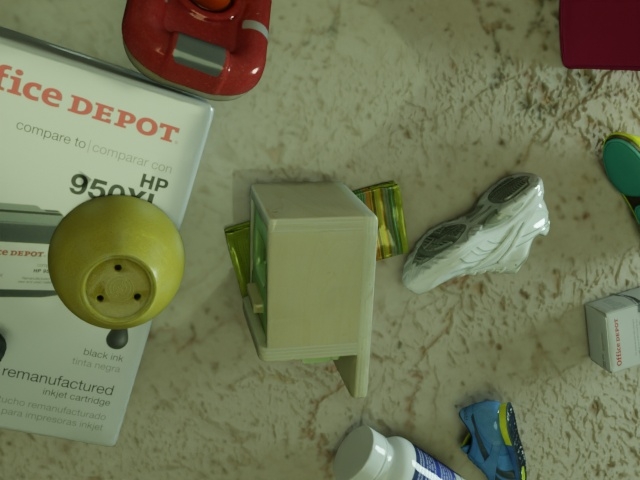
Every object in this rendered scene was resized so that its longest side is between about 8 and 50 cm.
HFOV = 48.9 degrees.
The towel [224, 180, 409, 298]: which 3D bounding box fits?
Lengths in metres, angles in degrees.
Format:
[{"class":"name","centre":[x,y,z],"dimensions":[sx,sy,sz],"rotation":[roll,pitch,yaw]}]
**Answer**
[{"class":"towel","centre":[0.000,0.000,0.923],"dimensions":[0.237,0.021,0.102],"rotation":[-16,107,-9]}]

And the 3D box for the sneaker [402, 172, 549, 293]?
[{"class":"sneaker","centre":[0.220,0.015,0.947],"dimensions":[0.232,0.090,0.115],"rotation":[-34,113,-2]}]

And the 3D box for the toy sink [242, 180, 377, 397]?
[{"class":"toy sink","centre":[-0.021,0.060,0.848],"dimensions":[0.131,0.153,0.234],"rotation":[-3,111,-13]}]

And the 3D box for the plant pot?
[{"class":"plant pot","centre":[-0.193,0.032,0.670],"dimensions":[0.134,0.095,0.134],"rotation":[-4,106,-15]}]

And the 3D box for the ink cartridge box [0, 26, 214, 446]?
[{"class":"ink cartridge box","centre":[-0.310,-0.010,0.768],"dimensions":[0.285,0.166,0.395],"rotation":[15,100,-18]}]

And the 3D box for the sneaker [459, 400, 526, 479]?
[{"class":"sneaker","centre":[0.260,0.323,1.056],"dimensions":[0.082,0.069,0.209],"rotation":[-8,119,23]}]

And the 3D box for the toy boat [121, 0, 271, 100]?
[{"class":"toy boat","centre":[-0.110,-0.270,0.722],"dimensions":[0.150,0.151,0.231],"rotation":[14,61,-22]}]

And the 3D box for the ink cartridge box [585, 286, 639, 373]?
[{"class":"ink cartridge box","centre":[0.472,0.128,1.052],"dimensions":[0.135,0.056,0.099],"rotation":[-15,107,-10]}]

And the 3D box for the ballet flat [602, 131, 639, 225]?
[{"class":"ballet flat","centre":[0.471,-0.075,0.999],"dimensions":[0.077,0.077,0.231],"rotation":[-45,114,-22]}]

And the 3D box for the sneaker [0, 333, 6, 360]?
[{"class":"sneaker","centre":[-0.392,0.084,0.650],"dimensions":[0.178,0.072,0.077],"rotation":[41,103,-13]}]

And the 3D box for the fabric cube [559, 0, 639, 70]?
[{"class":"fabric cube","centre":[0.466,-0.333,0.826],"dimensions":[0.258,0.258,0.254],"rotation":[-8,107,-11]}]

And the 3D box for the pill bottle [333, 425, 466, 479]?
[{"class":"pill bottle","centre":[0.115,0.343,0.992],"dimensions":[0.186,0.112,0.112],"rotation":[37,93,-20]}]
